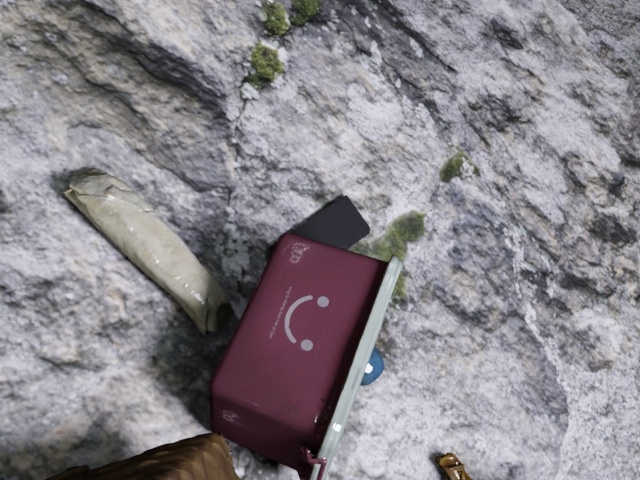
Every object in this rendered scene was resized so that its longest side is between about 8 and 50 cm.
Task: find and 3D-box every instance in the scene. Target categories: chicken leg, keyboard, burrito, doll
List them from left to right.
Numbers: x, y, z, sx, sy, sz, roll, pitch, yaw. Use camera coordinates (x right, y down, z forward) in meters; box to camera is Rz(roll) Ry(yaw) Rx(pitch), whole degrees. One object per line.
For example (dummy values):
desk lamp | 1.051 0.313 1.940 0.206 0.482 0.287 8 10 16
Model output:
burrito | -0.216 0.015 1.109 0.275 0.059 0.082 48 36 -8
keyboard | -0.001 0.001 1.298 0.196 0.015 0.074 -36 89 -40
doll | 0.053 0.172 1.237 0.083 0.050 0.076 52 54 -7
chicken leg | 0.231 0.403 1.244 0.101 0.085 0.207 -32 81 -29

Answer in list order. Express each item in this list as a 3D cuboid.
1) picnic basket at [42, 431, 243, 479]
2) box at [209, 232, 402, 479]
picnic basket | -0.215 0.349 0.836 0.321 0.291 0.254 -23 84 4
box | -0.021 0.143 1.091 0.168 0.193 0.294 19 56 8
